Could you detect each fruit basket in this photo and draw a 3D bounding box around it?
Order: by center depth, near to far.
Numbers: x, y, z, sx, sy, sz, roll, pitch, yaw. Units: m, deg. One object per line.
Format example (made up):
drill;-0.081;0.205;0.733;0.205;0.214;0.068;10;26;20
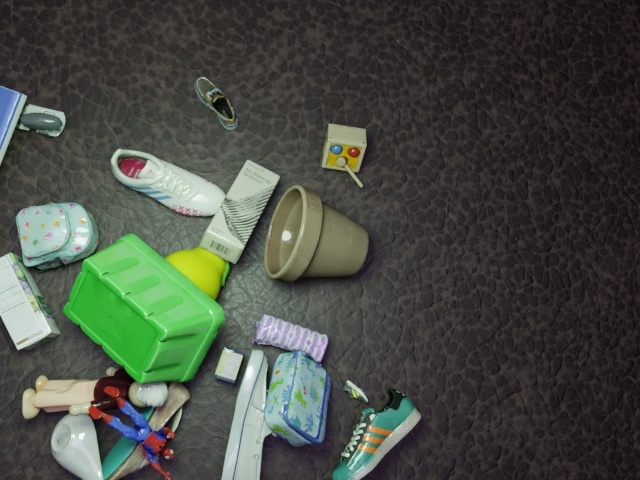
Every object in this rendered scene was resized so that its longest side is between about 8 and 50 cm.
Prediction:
fruit basket;-0.400;0.153;1.575;0.392;0.392;0.282;29;109;-1

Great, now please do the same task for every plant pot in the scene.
plant pot;0.000;0.000;1.659;0.229;0.263;0.263;14;77;-22

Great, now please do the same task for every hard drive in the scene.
hard drive;-0.937;-0.273;1.623;0.210;0.040;0.318;20;89;8

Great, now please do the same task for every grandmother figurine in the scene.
grandmother figurine;-0.546;0.380;1.525;0.343;0.207;0.104;-3;118;8

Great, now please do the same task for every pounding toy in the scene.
pounding toy;0.074;-0.244;1.764;0.130;0.141;0.100;8;50;-6

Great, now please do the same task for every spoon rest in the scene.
spoon rest;-0.593;0.545;1.499;0.137;0.084;0.276;-41;51;8

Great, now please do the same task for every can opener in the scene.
can opener;-0.846;-0.355;1.671;0.284;0.095;0.075;13;77;-5

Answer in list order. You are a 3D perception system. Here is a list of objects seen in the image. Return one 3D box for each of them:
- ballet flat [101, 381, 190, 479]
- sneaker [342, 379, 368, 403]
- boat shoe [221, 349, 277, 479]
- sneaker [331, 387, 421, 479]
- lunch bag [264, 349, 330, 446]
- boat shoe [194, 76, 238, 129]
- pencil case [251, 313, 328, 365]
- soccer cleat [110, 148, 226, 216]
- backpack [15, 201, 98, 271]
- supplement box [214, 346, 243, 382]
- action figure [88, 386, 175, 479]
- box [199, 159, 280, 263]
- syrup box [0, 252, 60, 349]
ballet flat;-0.440;0.503;1.565;0.106;0.108;0.316;40;77;-27
sneaker;0.097;0.423;1.687;0.083;0.031;0.035;43;90;6
boat shoe;-0.151;0.476;1.588;0.157;0.136;0.366;12;81;-5
sneaker;0.127;0.524;1.636;0.302;0.108;0.121;-39;86;-21
lunch bag;-0.051;0.406;1.572;0.176;0.090;0.219;49;35;-34
boat shoe;-0.299;-0.409;1.770;0.066;0.066;0.183;-40;87;-13
pencil case;-0.082;0.268;1.660;0.206;0.086;0.088;19;83;-4
soccer cleat;-0.419;-0.155;1.666;0.331;0.143;0.116;20;77;-4
backpack;-0.691;-0.019;1.606;0.189;0.144;0.165;-12;76;-13
supplement box;-0.243;0.332;1.627;0.056;0.083;0.083;18;77;-4
action figure;-0.406;0.462;1.431;0.139;0.280;0.091;19;60;38
box;-0.215;-0.081;1.653;0.113;0.094;0.275;26;54;-7
syrup box;-0.779;0.161;1.583;0.096;0.093;0.236;-29;84;-12
